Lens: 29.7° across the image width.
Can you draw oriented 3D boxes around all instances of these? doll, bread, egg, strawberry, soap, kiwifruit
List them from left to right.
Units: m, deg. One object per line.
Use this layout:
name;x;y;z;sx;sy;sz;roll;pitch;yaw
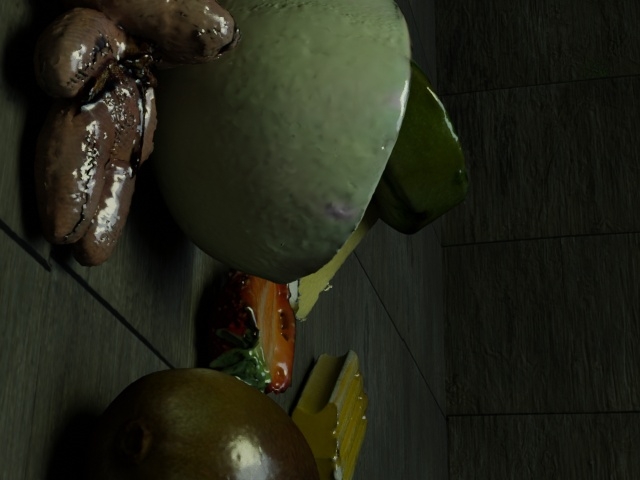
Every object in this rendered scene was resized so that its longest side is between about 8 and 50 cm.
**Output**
doll;-0.149;-0.130;0.998;0.201;0.156;0.303;65;28;-73
kiwifruit;-0.100;0.205;1.000;0.234;0.196;0.196;58;29;-51
egg;-0.074;-0.124;1.176;0.337;0.201;0.337;-45;-143;49
strawberry;-0.083;0.096;1.340;0.140;0.085;0.192;24;56;-67
bread;0.000;0.000;1.625;0.240;0.135;0.178;63;25;-64
soap;0.014;0.267;1.729;0.232;0.073;0.140;-60;142;-68
bread;0.068;-0.187;1.711;0.366;0.129;0.382;57;-6;-15

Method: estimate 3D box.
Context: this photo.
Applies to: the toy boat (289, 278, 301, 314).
toy boat;-0.066;-0.002;1.458;0.068;0.088;0.226;-4;90;-36
